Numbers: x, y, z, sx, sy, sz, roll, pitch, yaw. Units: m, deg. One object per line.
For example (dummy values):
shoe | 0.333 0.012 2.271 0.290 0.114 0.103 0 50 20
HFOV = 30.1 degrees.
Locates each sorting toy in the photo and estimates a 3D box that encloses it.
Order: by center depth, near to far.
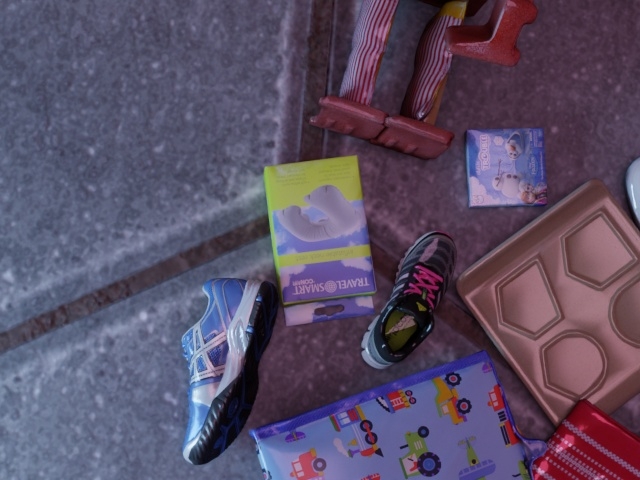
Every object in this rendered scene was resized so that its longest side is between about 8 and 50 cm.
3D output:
sorting toy | 0.256 0.105 1.340 0.307 0.041 0.229 -35 89 -6

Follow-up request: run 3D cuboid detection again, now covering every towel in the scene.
towel | 0.285 0.334 1.295 0.199 0.031 0.275 37 90 2

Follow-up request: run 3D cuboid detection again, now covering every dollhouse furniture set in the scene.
dollhouse furniture set | 0.108 -0.228 1.208 0.152 0.374 0.201 17 80 -5

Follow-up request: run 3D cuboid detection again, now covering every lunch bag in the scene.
lunch bag | 0.100 0.257 1.252 0.293 0.138 0.221 -18 83 -3

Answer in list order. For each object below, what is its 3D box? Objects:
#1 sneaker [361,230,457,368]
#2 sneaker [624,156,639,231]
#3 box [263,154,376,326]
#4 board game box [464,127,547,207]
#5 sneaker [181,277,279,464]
sneaker | 0.106 0.067 1.310 0.063 0.075 0.170 32 83 -10
sneaker | 0.451 0.016 1.318 0.106 0.123 0.290 -34 84 -5
box | 0.000 0.000 1.335 0.109 0.042 0.178 -8 82 -4
board game box | 0.213 -0.083 1.368 0.090 0.020 0.090 -2 83 -2
sneaker | -0.112 0.140 1.302 0.081 0.080 0.211 14 80 19
